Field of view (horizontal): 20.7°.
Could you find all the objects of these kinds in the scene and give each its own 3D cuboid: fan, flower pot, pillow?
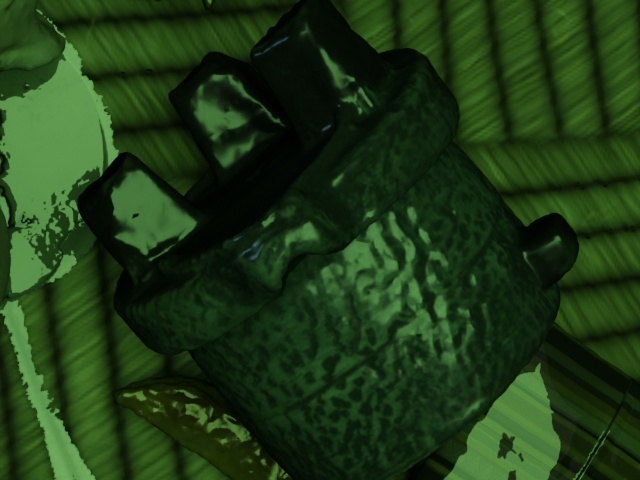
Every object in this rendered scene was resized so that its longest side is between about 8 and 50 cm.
[{"bbox_3d":[-0.241,0.021,1.290,0.233,0.012,0.414,-18,91,-10],"label":"fan"},{"bbox_3d":[0.000,0.000,1.204,0.299,0.299,0.283,-41,103,-11],"label":"flower pot"},{"bbox_3d":[0.187,0.188,1.374,0.208,0.052,0.212,35,80,-8],"label":"pillow"}]

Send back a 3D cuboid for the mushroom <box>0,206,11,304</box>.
[{"bbox_3d":[-0.353,-0.071,1.204,0.350,0.128,0.128,41,80,-4],"label":"mushroom"}]

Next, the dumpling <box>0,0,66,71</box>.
[{"bbox_3d":[-0.313,-0.220,1.172,0.243,0.318,0.187,34,77,33],"label":"dumpling"}]

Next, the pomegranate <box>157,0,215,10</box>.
[{"bbox_3d":[-0.090,-0.321,1.248,0.236,0.236,0.301,2,122,-14],"label":"pomegranate"}]

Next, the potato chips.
[{"bbox_3d":[0.010,0.235,1.328,0.080,0.057,0.407,-41,99,2],"label":"potato chips"}]
